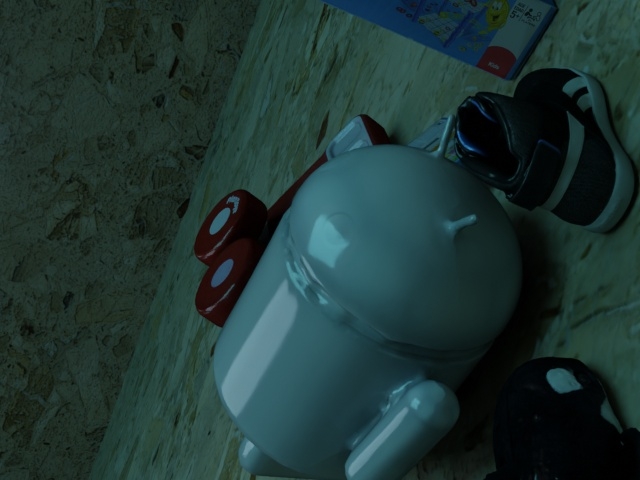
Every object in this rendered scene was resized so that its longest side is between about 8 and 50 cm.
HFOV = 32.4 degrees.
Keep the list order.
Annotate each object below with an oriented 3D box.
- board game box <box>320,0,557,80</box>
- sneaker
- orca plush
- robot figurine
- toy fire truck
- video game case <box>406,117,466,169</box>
[{"bbox_3d":[0.056,-0.318,1.095,0.302,0.308,0.086,-94,29,-53],"label":"board game box"},{"bbox_3d":[0.156,-0.096,0.849,0.217,0.121,0.079,-99,32,-59],"label":"sneaker"},{"bbox_3d":[0.121,0.193,0.679,0.151,0.102,0.287,140,145,-62],"label":"orca plush"},{"bbox_3d":[0.036,0.062,0.930,0.353,0.200,0.299,-59,36,38],"label":"robot figurine"},{"bbox_3d":[0.000,0.000,1.243,0.254,0.169,0.302,-47,24,16],"label":"toy fire truck"},{"bbox_3d":[0.106,-0.078,1.081,0.119,0.015,0.166,-38,15,-6],"label":"video game case"}]
